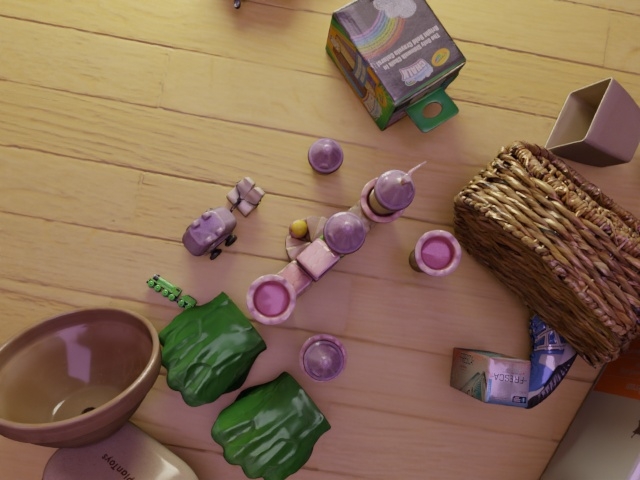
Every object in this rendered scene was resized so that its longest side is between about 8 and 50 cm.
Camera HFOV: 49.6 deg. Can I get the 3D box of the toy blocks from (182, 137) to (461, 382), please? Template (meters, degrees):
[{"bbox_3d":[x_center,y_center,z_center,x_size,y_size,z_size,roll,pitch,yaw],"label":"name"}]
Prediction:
[{"bbox_3d":[0.000,0.000,0.940,0.288,0.260,0.309,-42,88,-6],"label":"toy blocks"}]

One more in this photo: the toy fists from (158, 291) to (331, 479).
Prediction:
[{"bbox_3d":[-0.119,0.216,0.994,0.142,0.096,0.279,-37,85,-17],"label":"toy fists"}]

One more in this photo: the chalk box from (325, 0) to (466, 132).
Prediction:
[{"bbox_3d":[0.121,-0.260,1.043,0.132,0.132,0.213,-32,87,-7],"label":"chalk box"}]

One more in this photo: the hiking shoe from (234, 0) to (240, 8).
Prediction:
[{"bbox_3d":[-0.050,-0.446,1.088,0.227,0.086,0.114,-23,99,0],"label":"hiking shoe"}]

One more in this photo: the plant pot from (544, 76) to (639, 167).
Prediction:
[{"bbox_3d":[0.431,-0.170,1.067,0.096,0.109,0.109,27,83,-12],"label":"plant pot"}]

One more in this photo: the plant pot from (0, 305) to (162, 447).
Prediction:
[{"bbox_3d":[-0.328,0.203,0.948,0.237,0.237,0.109,-10,122,-4],"label":"plant pot"}]

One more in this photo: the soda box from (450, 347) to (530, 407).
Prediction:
[{"bbox_3d":[0.233,0.188,0.970,0.058,0.183,0.063,6,84,-2],"label":"soda box"}]

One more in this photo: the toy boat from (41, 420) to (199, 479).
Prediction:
[{"bbox_3d":[-0.263,0.364,0.951,0.231,0.151,0.151,27,43,28],"label":"toy boat"}]

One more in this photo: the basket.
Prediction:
[{"bbox_3d":[0.358,-0.017,0.948,0.223,0.213,0.299,-40,65,-7],"label":"basket"}]

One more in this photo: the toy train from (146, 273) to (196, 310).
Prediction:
[{"bbox_3d":[-0.223,0.078,1.041,0.083,0.017,0.023,33,73,1],"label":"toy train"}]

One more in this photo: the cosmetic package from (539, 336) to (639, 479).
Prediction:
[{"bbox_3d":[0.439,0.327,0.945,0.161,0.230,0.453,32,82,1],"label":"cosmetic package"}]

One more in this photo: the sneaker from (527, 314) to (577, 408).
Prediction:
[{"bbox_3d":[0.344,0.154,1.042,0.081,0.080,0.211,30,77,13],"label":"sneaker"}]
